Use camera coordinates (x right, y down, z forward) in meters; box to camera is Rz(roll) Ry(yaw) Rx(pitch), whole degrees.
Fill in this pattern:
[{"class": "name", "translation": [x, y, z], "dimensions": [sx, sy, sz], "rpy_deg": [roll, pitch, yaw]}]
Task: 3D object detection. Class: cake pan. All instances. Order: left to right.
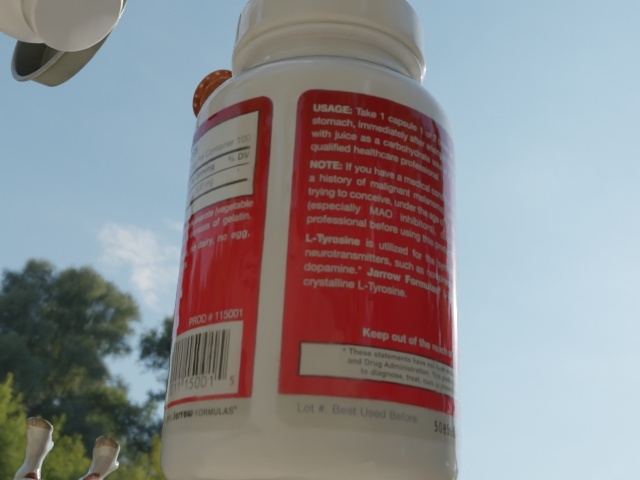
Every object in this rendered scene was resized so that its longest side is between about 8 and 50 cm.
[{"class": "cake pan", "translation": [-0.426, -0.387, 1.427], "dimensions": [0.293, 0.293, 0.054], "rpy_deg": [-14, -35, 40]}]

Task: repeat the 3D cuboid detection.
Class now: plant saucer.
[{"class": "plant saucer", "translation": [-0.139, -0.195, 1.142], "dimensions": [0.083, 0.084, 0.013], "rpy_deg": [0, -13, 26]}]

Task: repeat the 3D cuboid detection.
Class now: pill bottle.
[{"class": "pill bottle", "translation": [-0.303, -0.296, 0.825], "dimensions": [0.264, 0.146, 0.146], "rpy_deg": [45, -21, 29]}, {"class": "pill bottle", "translation": [0.000, 0.000, 0.689], "dimensions": [0.229, 0.408, 0.229], "rpy_deg": [2, -20, 1]}]

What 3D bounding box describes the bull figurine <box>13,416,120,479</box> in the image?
[{"class": "bull figurine", "translation": [-0.206, 0.260, 0.653], "dimensions": [0.101, 0.188, 0.310], "rpy_deg": [-6, -54, 19]}]
